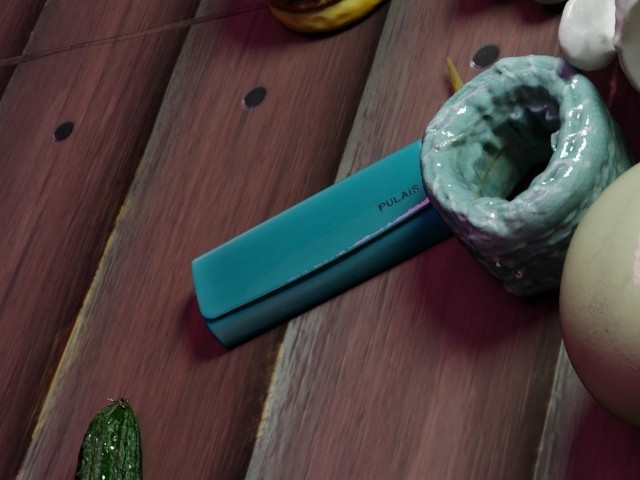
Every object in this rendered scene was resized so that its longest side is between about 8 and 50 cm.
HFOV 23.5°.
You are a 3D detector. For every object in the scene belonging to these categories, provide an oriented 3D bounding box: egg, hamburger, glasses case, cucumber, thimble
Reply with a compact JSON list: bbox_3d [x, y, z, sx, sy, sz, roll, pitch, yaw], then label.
[{"bbox_3d":[0.318,0.036,1.312,0.219,0.219,0.269,7,58,41],"label":"egg"},{"bbox_3d":[-0.006,-0.395,1.963,0.246,0.170,0.246,-18,48,22],"label":"hamburger"},{"bbox_3d":[0.000,0.001,1.700,0.301,0.070,0.117,-27,44,14],"label":"glasses case"},{"bbox_3d":[-0.227,0.277,1.633,0.077,0.077,0.265,-27,43,17],"label":"cucumber"},{"bbox_3d":[0.207,-0.059,1.534,0.198,0.143,0.235,-8,51,34],"label":"thimble"}]

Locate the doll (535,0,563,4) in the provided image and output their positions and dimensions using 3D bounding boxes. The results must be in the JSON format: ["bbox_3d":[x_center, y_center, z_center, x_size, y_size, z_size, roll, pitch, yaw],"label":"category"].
[{"bbox_3d":[0.278,-0.441,1.773,0.235,0.174,0.330,22,67,31],"label":"doll"}]

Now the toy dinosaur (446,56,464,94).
[{"bbox_3d":[0.160,-0.137,1.717,0.126,0.039,0.162,-52,41,-10],"label":"toy dinosaur"}]

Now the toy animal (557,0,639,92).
[{"bbox_3d":[0.352,-0.247,1.536,0.272,0.206,0.265,-2,36,-11],"label":"toy animal"}]
